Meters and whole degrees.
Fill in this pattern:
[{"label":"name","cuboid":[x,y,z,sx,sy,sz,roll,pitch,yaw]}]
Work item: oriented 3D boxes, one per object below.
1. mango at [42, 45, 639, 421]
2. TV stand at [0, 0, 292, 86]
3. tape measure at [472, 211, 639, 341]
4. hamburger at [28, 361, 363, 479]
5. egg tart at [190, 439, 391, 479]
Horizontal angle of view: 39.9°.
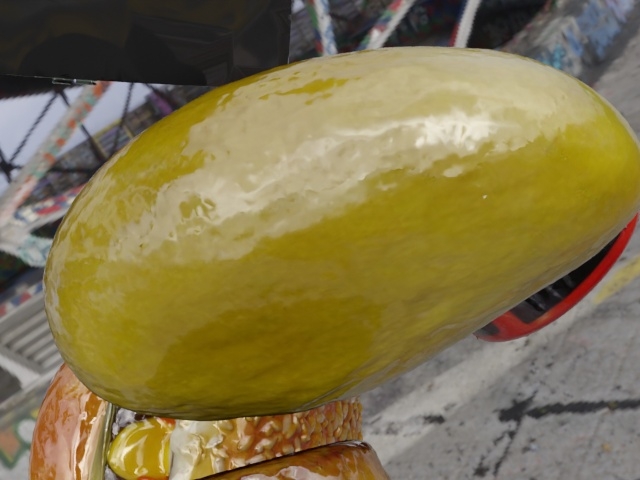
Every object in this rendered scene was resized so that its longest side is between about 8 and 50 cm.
[{"label":"mango","cuboid":[-0.007,-0.003,0.469,0.332,0.195,0.142,-30,42,22]},{"label":"TV stand","cuboid":[-0.138,-0.132,0.494,0.270,0.088,0.083,-8,17,-44]},{"label":"tape measure","cuboid":[0.204,-0.004,0.919,0.253,0.114,0.260,-46,14,10]},{"label":"hamburger","cuboid":[-0.099,0.222,0.891,0.250,0.329,0.330,1,31,31]},{"label":"egg tart","cuboid":[-0.021,0.187,0.447,0.203,0.147,0.202,-13,-12,-3]}]
